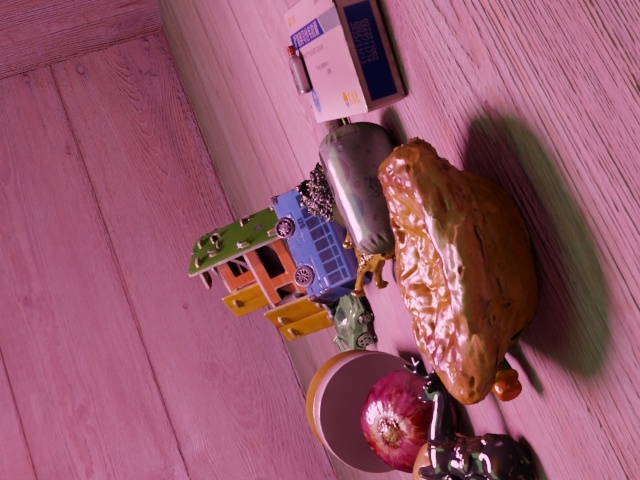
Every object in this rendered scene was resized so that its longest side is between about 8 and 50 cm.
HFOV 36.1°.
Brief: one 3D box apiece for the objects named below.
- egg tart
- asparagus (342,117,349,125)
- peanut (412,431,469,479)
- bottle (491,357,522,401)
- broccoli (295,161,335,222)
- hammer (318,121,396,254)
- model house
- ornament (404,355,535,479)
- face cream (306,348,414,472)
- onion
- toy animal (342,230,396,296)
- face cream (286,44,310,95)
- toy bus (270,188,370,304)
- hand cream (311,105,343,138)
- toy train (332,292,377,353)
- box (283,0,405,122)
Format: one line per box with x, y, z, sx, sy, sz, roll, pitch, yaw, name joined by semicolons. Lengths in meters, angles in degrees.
0.169;0.026;1.192;0.341;0.129;0.341;162;90;-81;egg tart
0.061;-0.161;1.726;0.013;0.016;0.166;-20;-90;-63;asparagus
0.232;0.451;1.600;0.147;0.147;0.319;-127;19;-58;peanut
0.213;0.134;1.325;0.069;0.069;0.187;84;162;-50;bottle
0.016;-0.113;1.861;0.122;0.118;0.204;43;-168;-11;broccoli
0.066;-0.067;1.611;0.335;0.119;0.206;124;127;-81;hammer
-0.104;0.127;2.286;0.340;0.300;0.324;-95;-21;-65;model house
0.212;0.237;1.433;0.202;0.080;0.236;-11;83;47;ornament
0.090;0.316;1.856;0.179;0.218;0.218;155;96;-80;face cream
0.155;0.312;1.692;0.153;0.177;0.177;24;-148;-47;onion
0.085;0.000;1.778;0.136;0.073;0.181;95;167;-47;toy animal
-0.038;-0.284;1.636;0.040;0.021;0.083;-156;47;-77;face cream
0.000;0.000;1.988;0.116;0.133;0.234;17;-131;-65;toy bus
0.035;-0.176;1.763;0.067;0.042;0.194;31;-151;-60;hand cream
0.066;0.179;2.115;0.099;0.081;0.149;-119;14;-46;toy train
0.027;-0.292;1.524;0.343;0.065;0.200;-160;52;-77;box
